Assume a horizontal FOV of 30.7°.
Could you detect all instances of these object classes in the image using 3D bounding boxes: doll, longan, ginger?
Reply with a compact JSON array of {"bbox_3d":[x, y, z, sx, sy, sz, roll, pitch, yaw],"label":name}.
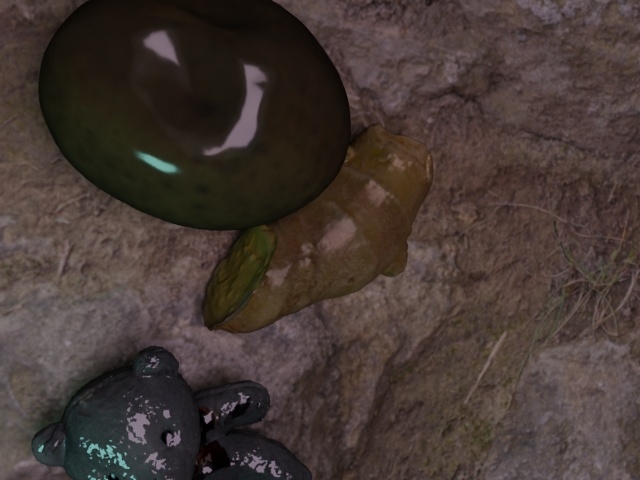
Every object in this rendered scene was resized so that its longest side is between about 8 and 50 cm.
[{"bbox_3d":[-0.152,0.269,1.391,0.340,0.158,0.246,41,93,-22],"label":"doll"},{"bbox_3d":[-0.136,-0.151,1.301,0.350,0.288,0.289,15,90,-10],"label":"longan"},{"bbox_3d":[0.000,0.000,1.442,0.354,0.126,0.190,-33,116,-11],"label":"ginger"}]
